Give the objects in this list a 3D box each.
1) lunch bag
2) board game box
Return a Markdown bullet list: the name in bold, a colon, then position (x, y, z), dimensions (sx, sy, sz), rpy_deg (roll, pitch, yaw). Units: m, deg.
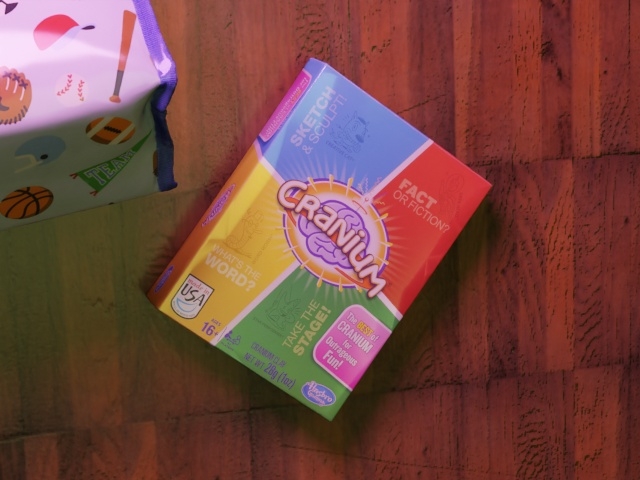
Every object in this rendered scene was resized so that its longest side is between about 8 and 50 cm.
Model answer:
- **lunch bag**: position (-0.337, -0.216, 1.642), dimensions (0.327, 0.239, 0.386), rpy_deg (-13, 61, -15)
- **board game box**: position (0.000, 0.000, 1.913), dimensions (0.242, 0.064, 0.317), rpy_deg (34, 90, -20)
